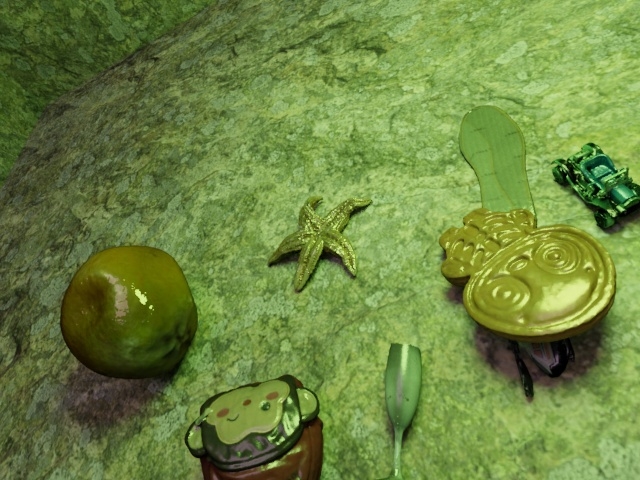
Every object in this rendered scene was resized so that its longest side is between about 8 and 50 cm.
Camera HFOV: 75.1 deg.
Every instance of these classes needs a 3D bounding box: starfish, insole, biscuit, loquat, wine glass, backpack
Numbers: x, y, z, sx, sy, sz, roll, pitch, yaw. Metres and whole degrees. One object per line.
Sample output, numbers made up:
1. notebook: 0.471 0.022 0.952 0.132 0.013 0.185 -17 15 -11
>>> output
1. starfish: 0.000 0.000 0.897 0.277 0.062 0.235 -29 55 7
2. insole: 0.337 -0.143 0.799 0.119 0.009 0.348 -13 55 24
3. biscuit: 0.290 0.033 0.632 0.202 0.044 0.288 -36 35 7
4. loquat: -0.398 0.153 0.906 0.284 0.276 0.276 29 78 24
5. wine glass: 0.123 0.260 0.636 0.066 0.066 0.198 -7 55 29
6. backpack: -0.096 0.340 0.673 0.229 0.139 0.229 -7 48 8

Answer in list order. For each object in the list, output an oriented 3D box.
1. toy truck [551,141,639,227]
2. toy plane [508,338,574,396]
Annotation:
1. toy truck: 0.441 -0.100 0.660 0.080 0.078 0.154 -29 49 11
2. toy plane: 0.312 0.121 0.614 0.078 0.053 0.197 -24 54 28
